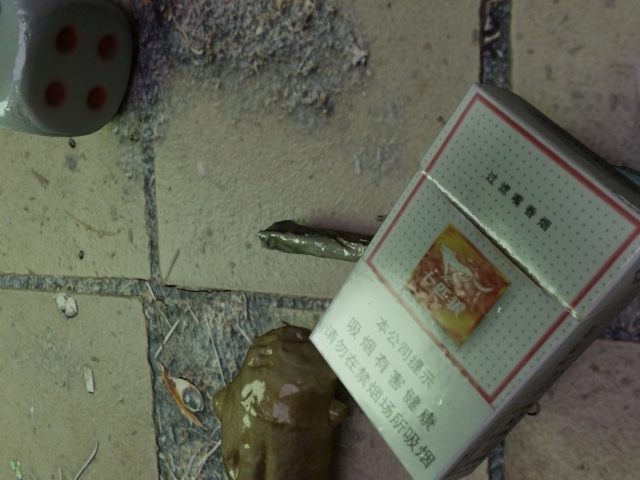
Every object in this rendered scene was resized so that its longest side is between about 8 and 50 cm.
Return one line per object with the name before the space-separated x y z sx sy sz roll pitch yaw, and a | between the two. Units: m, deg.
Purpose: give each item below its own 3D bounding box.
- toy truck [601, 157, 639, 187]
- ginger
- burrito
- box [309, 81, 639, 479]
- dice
toy truck | 0.241 -0.003 0.674 0.115 0.080 0.177 38 115 30
ginger | -0.049 0.279 0.847 0.190 0.126 0.353 -1 95 24
burrito | 0.000 0.002 0.825 0.171 0.051 0.042 10 95 28
box | 0.145 0.048 0.651 0.210 0.095 0.330 50 122 32
dice | -0.385 -0.256 0.928 0.194 0.192 0.193 27 110 22
